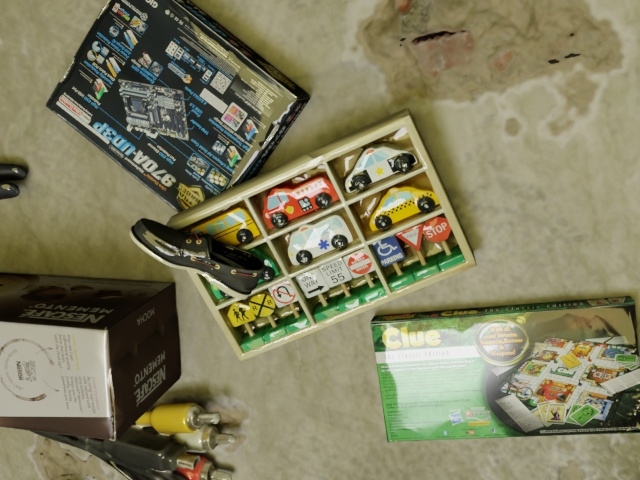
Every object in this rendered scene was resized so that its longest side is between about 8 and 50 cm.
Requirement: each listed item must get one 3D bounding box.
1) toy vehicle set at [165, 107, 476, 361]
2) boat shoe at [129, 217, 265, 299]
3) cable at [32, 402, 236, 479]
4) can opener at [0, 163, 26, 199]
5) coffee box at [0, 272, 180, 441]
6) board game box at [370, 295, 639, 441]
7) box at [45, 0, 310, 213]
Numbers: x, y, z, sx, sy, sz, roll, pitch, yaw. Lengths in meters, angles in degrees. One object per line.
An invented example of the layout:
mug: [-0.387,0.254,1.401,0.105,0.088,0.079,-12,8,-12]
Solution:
toy vehicle set: [0.000,0.000,0.861,0.266,0.035,0.166,-24,109,13]
boat shoe: [-0.116,0.009,0.827,0.133,0.049,0.042,27,116,-14]
cable: [-0.231,0.227,1.007,0.287,0.072,0.139,11,122,24]
can opener: [-0.418,-0.063,0.979,0.186,0.073,0.059,-9,61,13]
coffee box: [-0.319,0.113,0.928,0.297,0.168,0.119,3,103,14]
board game box: [0.187,0.133,0.879,0.259,0.030,0.136,-5,103,15]
box: [-0.148,-0.143,0.887,0.220,0.051,0.175,38,109,3]
